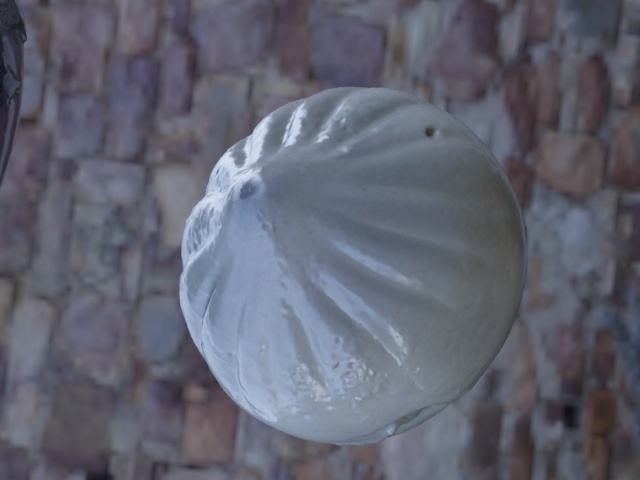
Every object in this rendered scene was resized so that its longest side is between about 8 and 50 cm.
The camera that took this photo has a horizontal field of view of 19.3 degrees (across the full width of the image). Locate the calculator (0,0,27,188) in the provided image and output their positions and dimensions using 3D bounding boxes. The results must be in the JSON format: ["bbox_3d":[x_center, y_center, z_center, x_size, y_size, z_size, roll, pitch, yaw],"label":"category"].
[{"bbox_3d":[-0.181,-0.015,0.827,0.194,0.043,0.294,-59,17,18],"label":"calculator"}]

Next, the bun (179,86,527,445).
[{"bbox_3d":[0.000,0.000,0.686,0.094,0.138,0.138,38,-131,-48],"label":"bun"}]
